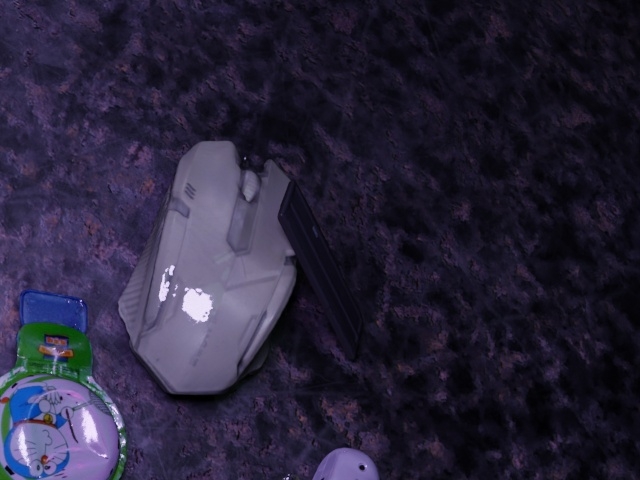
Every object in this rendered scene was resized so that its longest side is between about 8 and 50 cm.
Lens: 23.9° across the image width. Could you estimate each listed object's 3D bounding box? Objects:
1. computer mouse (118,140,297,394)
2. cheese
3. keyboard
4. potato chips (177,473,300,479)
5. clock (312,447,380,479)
[{"bbox_3d":[-0.136,0.026,2.139,0.228,0.145,0.429,25,52,-14],"label":"computer mouse"},{"bbox_3d":[-0.343,0.209,1.936,0.204,0.083,0.320,11,58,-27],"label":"cheese"},{"bbox_3d":[-0.013,0.001,2.163,0.103,0.041,0.381,-73,150,-52],"label":"keyboard"},{"bbox_3d":[-0.115,0.392,1.968,0.220,0.029,0.202,13,81,-12],"label":"potato chips"},{"bbox_3d":[0.041,0.372,2.083,0.117,0.080,0.176,32,52,-12],"label":"clock"}]
